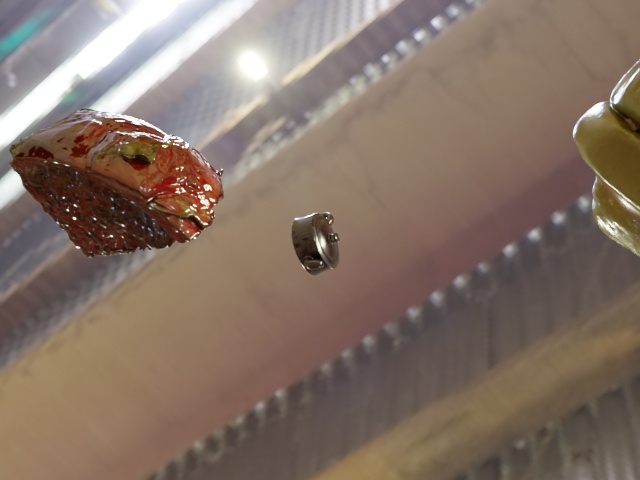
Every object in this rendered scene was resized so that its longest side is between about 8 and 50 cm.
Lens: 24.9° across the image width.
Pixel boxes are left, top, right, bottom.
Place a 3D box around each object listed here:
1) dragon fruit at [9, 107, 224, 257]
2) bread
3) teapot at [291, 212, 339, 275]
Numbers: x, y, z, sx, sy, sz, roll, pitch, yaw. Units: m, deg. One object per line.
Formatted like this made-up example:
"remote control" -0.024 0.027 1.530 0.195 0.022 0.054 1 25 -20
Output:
"dragon fruit" -0.149 -0.061 1.171 0.161 0.127 0.120 0 -136 47
"bread" 0.498 -0.115 1.857 0.341 0.300 0.210 -43 -170 11
"teapot" 0.000 0.000 1.618 0.045 0.068 0.100 -16 -147 22
